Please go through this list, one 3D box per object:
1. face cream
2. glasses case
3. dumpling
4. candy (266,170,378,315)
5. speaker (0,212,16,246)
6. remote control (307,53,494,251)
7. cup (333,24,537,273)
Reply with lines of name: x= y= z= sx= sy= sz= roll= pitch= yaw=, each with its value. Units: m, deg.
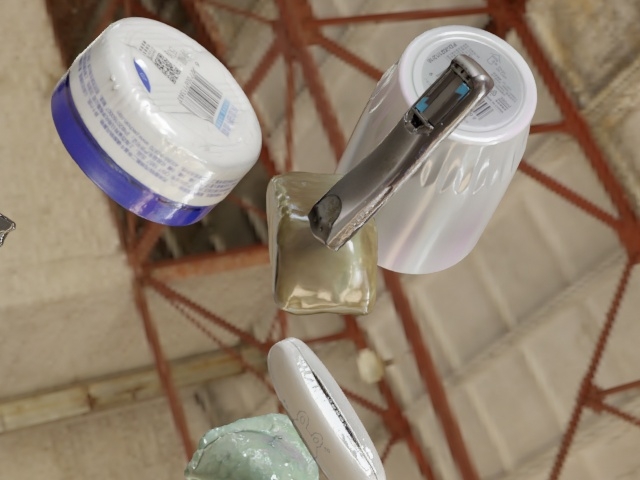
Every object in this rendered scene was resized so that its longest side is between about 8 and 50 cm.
face cream: x=-0.161 y=-0.125 z=1.407 sx=0.111 sy=0.206 sz=0.206 roll=-43 pitch=-121 yaw=29
glasses case: x=0.006 y=0.227 z=1.738 sx=0.233 sy=0.059 sz=0.092 roll=57 pitch=-31 yaw=14
dumpling: x=-0.084 y=0.322 z=1.978 sx=0.217 sy=0.105 sz=0.149 roll=22 pitch=-91 yaw=24
candy: x=0.000 y=0.000 z=1.406 sx=0.234 sy=0.104 sz=0.102 roll=-104 pitch=-165 yaw=-72
speaker: x=-0.520 y=-0.003 z=1.907 sx=0.184 sy=0.180 sz=0.388 roll=-56 pitch=-167 yaw=0
remote control: x=0.069 y=-0.078 z=1.234 sx=0.212 sy=0.028 sz=0.059 roll=-46 pitch=-139 yaw=10
cup: x=0.171 y=-0.131 z=2.067 sx=0.371 sy=0.253 sz=0.253 roll=115 pitch=-44 yaw=-60
